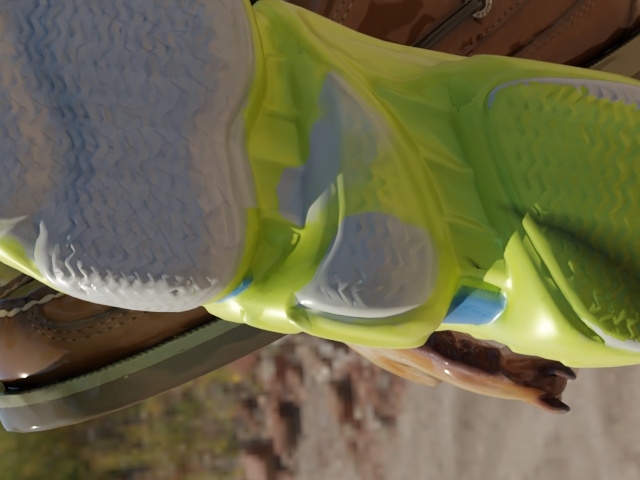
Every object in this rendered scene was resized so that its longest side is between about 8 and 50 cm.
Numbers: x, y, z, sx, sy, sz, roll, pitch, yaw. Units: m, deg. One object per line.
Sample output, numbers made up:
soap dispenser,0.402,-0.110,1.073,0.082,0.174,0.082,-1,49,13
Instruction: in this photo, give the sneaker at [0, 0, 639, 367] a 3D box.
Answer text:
sneaker,-0.006,-0.018,0.514,0.126,0.240,0.091,19,-92,-87

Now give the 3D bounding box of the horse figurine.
horse figurine,0.000,0.000,0.845,0.066,0.263,0.174,-59,-9,14

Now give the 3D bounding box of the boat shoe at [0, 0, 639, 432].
boat shoe,-0.005,-0.045,0.662,0.110,0.307,0.104,-6,112,50
